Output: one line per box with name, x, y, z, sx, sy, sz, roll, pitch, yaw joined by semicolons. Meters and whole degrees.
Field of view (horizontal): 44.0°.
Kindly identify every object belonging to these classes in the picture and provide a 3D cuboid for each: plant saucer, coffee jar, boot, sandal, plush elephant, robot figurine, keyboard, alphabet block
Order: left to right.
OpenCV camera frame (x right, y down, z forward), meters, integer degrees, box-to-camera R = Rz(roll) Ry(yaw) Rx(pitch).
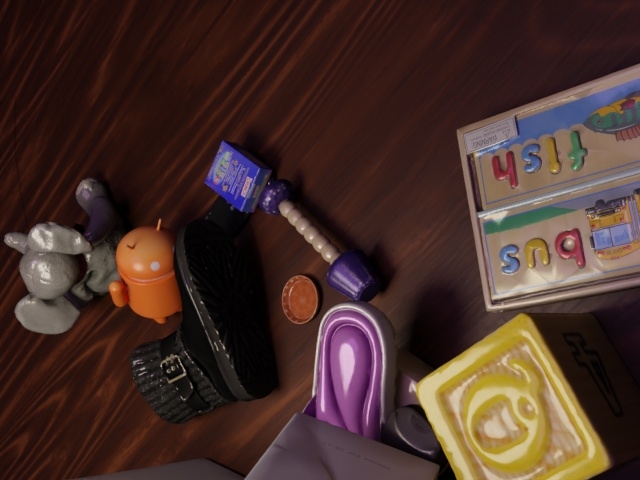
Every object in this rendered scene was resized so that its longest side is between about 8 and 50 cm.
plush elephant;-0.529;0.041;1.648;0.330;0.255;0.272;36;109;37
robot figurine;-0.318;0.062;1.509;0.220;0.157;0.128;88;174;-45
boot;-0.244;0.156;1.441;0.260;0.131;0.348;-19;86;38
keyboard;-0.160;-0.086;1.494;0.180;0.023;0.108;-50;63;25
plant saucer;-0.032;0.102;1.370;0.083;0.013;0.084;-4;83;42
sandal;0.029;0.295;1.117;0.169;0.102;0.417;-5;89;36
coffee jar;0.167;0.263;1.069;0.096;0.184;0.079;39;111;36
alphabet block;0.270;0.213;0.975;0.192;0.197;0.194;-43;61;30

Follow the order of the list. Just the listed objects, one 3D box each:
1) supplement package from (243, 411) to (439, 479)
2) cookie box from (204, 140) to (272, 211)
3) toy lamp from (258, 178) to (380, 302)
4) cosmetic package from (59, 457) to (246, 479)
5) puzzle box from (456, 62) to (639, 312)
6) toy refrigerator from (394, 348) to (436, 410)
supplement package;0.007;0.399;0.977;0.199;0.198;0.263;16;120;20
cookie box;-0.150;-0.116;1.446;0.107;0.040;0.092;38;112;30
toy lamp;0.000;0.000;1.311;0.275;0.080;0.080;48;116;34
cosmetic package;-0.236;0.611;1.294;0.327;0.329;0.394;10;92;42
puzzle box;0.376;-0.072;1.006;0.408;0.052;0.272;-17;76;39
toy refrigerator;0.091;0.306;1.196;0.102;0.094;0.270;32;107;31
